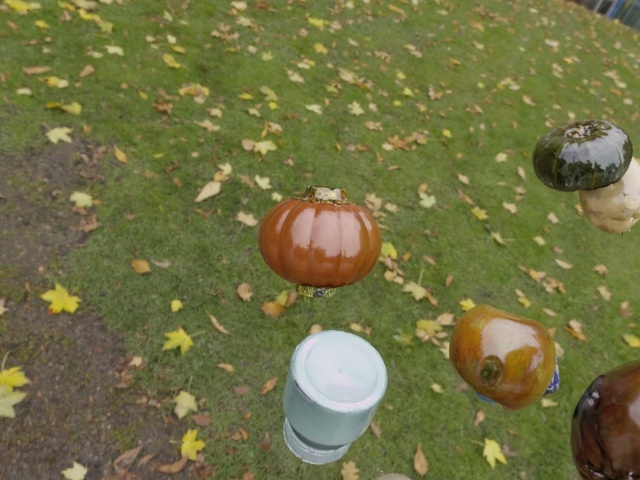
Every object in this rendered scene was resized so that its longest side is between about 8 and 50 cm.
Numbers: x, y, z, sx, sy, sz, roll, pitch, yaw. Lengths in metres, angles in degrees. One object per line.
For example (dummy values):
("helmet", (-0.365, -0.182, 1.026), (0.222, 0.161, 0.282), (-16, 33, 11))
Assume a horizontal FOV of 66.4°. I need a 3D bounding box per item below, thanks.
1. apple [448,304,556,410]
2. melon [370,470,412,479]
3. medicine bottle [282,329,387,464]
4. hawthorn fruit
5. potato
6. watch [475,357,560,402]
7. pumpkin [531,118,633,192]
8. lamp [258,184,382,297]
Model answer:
("apple", (0.394, 0.258, 1.075), (0.237, 0.207, 0.237), (19, -2, 1))
("melon", (0.219, 0.828, 1.397), (0.223, 0.223, 0.317), (7, 46, -25))
("medicine bottle", (0.018, 0.414, 1.259), (0.245, 0.290, 0.245), (10, 38, -8))
("hawthorn fruit", (0.545, 0.316, 0.715), (0.308, 0.325, 0.308), (59, 5, -8))
("potato", (0.760, -0.136, 1.263), (0.161, 0.234, 0.128), (15, 0, 28))
("watch", (0.496, 0.337, 1.263), (0.196, 0.200, 0.171), (47, 31, -30))
("pumpkin", (0.636, -0.203, 1.196), (0.224, 0.157, 0.223), (-13, 27, 7))
("lamp", (0.000, 0.000, 0.876), (0.223, 0.196, 0.223), (6, 7, -1))
